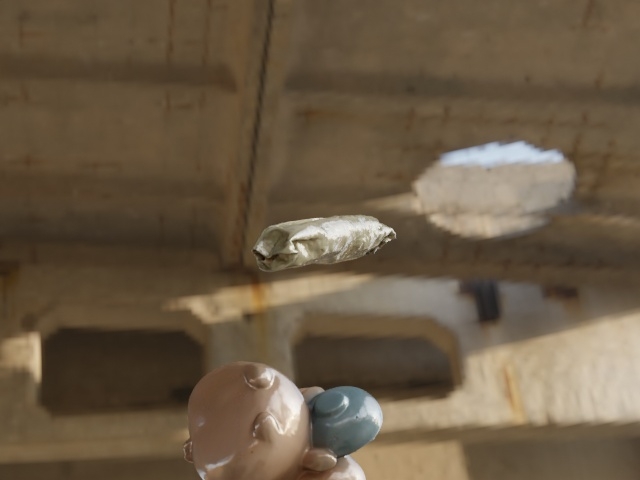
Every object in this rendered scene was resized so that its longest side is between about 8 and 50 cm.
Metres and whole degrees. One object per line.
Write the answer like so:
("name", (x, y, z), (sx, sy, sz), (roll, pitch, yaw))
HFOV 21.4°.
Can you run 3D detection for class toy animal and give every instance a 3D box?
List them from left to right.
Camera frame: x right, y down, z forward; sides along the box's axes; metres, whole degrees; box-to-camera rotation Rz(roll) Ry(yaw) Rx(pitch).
("toy animal", (-0.059, 0.263, 2.085), (0.221, 0.210, 0.229), (10, -46, -24))

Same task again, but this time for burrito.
("burrito", (0.000, 0.000, 1.999), (0.082, 0.059, 0.275), (-15, -3, 27))
